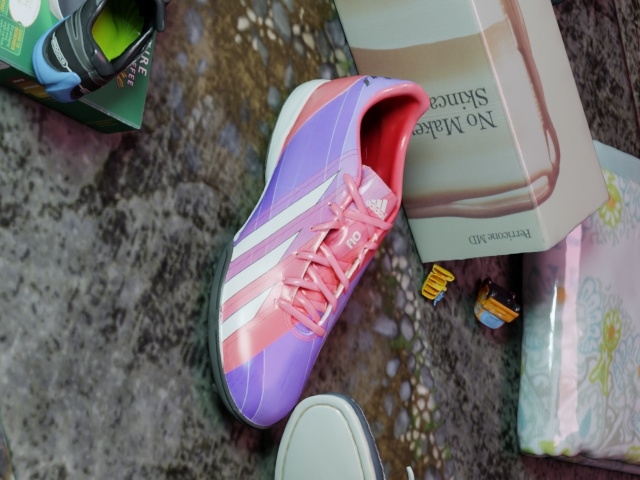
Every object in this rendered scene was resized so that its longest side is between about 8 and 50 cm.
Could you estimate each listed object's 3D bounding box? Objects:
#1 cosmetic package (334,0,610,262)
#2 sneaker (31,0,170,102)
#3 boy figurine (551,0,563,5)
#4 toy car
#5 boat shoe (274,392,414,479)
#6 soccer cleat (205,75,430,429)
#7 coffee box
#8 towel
[{"bbox_3d":[0.132,-0.142,1.498,0.129,0.153,0.296,-35,110,-46],"label":"cosmetic package"},{"bbox_3d":[-0.128,-0.166,1.164,0.067,0.078,0.188,55,45,-30],"label":"sneaker"},{"bbox_3d":[0.267,-0.346,1.751,0.285,0.092,0.177,-50,119,-40],"label":"boy figurine"},{"bbox_3d":[0.135,0.050,1.574,0.122,0.060,0.040,24,109,-29],"label":"toy car"},{"bbox_3d":[0.030,0.236,1.346,0.079,0.095,0.254,-28,110,-54],"label":"boat shoe"},{"bbox_3d":[0.000,0.000,1.333,0.108,0.116,0.318,44,52,-40],"label":"soccer cleat"},{"bbox_3d":[-0.194,-0.157,1.178,0.184,0.040,0.113,24,66,-47],"label":"coffee box"},{"bbox_3d":[0.330,0.082,1.757,0.374,0.090,0.321,17,70,-49],"label":"towel"}]
